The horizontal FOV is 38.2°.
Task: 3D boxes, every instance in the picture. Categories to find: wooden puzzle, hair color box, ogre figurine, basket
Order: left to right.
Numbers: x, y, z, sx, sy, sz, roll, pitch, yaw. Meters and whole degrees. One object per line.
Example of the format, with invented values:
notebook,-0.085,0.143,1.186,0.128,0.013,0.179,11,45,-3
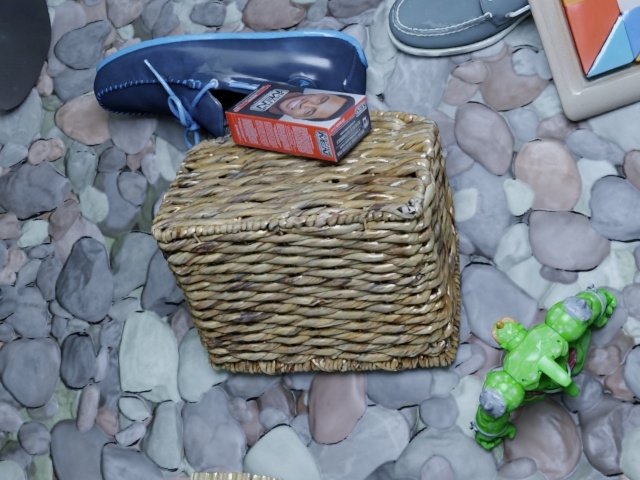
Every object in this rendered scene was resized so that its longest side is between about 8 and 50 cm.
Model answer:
hair color box,-0.024,-0.127,0.981,0.141,0.043,0.072,14,43,34
basket,0.000,0.000,1.030,0.299,0.223,0.213,-6,38,17
ogre figurine,0.217,0.118,0.908,0.197,0.118,0.097,-30,67,7
wooden puzzle,0.330,-0.267,0.960,0.220,0.044,0.239,-19,102,11

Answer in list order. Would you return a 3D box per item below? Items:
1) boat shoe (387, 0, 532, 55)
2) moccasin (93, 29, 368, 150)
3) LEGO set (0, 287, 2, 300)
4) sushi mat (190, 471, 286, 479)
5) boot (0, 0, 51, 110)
boat shoe,0.219,-0.305,1.043,0.319,0.099,0.116,-16,70,13
moccasin,-0.117,-0.176,1.100,0.341,0.137,0.117,-4,77,18
LEGO set,-0.430,0.077,1.194,0.054,0.023,0.083,30,98,26
sushi mat,-0.092,0.409,0.979,0.151,0.019,0.317,3,75,20
boot,-0.450,-0.318,1.291,0.115,0.112,0.305,-14,72,46
